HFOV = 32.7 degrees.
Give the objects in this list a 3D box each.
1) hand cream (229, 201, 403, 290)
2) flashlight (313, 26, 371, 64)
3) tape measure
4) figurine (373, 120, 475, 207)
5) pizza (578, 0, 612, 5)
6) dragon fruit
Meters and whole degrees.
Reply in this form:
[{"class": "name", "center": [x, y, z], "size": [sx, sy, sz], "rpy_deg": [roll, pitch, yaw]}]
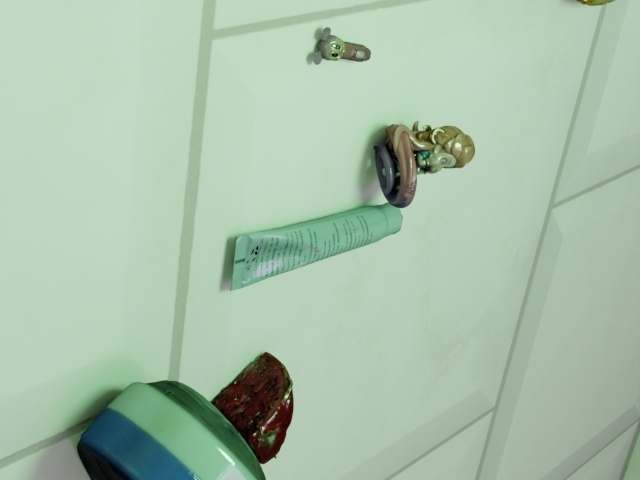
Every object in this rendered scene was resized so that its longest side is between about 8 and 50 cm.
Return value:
[{"class": "hand cream", "center": [0.000, 0.000, 1.578], "size": [0.331, 0.058, 0.085], "rpy_deg": [-19, 130, -46]}, {"class": "flashlight", "center": [0.032, -0.253, 1.457], "size": [0.110, 0.031, 0.052], "rpy_deg": [-3, 116, -53]}, {"class": "tape measure", "center": [-0.182, 0.301, 1.390], "size": [0.138, 0.259, 0.262], "rpy_deg": [-42, 138, -27]}, {"class": "figurine", "center": [0.148, -0.131, 1.624], "size": [0.157, 0.114, 0.126], "rpy_deg": [-35, 157, -11]}, {"class": "pizza", "center": [0.498, -0.489, 1.791], "size": [0.226, 0.086, 0.335], "rpy_deg": [-42, 160, 7]}, {"class": "dragon fruit", "center": [-0.077, 0.266, 1.623], "size": [0.120, 0.127, 0.161], "rpy_deg": [-37, 140, -20]}]
